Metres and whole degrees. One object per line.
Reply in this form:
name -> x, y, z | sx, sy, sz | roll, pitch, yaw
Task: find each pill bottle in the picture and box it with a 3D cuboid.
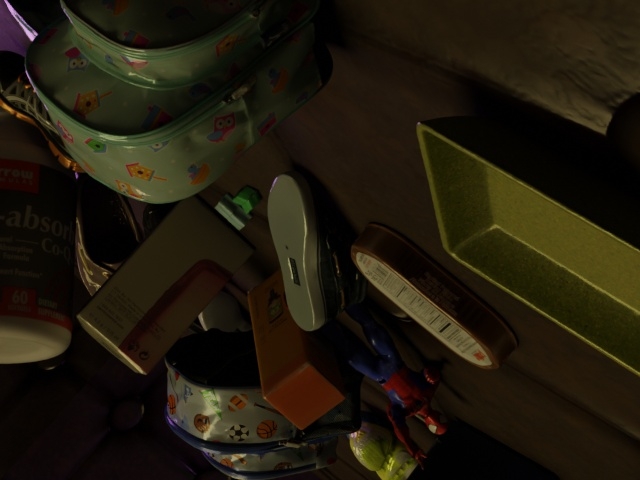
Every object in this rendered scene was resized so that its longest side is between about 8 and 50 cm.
pill bottle -> -0.457, -0.019, 1.604 | 0.210, 0.363, 0.210 | -2, 162, -1

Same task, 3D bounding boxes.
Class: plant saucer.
plant saucer -> 0.161, -0.002, 0.752 | 0.188, 0.045, 0.188 | 34, 164, 26

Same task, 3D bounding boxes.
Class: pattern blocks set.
pattern blocks set -> -0.204, -0.135, 1.358 | 0.325, 0.026, 0.285 | 39, 166, 5

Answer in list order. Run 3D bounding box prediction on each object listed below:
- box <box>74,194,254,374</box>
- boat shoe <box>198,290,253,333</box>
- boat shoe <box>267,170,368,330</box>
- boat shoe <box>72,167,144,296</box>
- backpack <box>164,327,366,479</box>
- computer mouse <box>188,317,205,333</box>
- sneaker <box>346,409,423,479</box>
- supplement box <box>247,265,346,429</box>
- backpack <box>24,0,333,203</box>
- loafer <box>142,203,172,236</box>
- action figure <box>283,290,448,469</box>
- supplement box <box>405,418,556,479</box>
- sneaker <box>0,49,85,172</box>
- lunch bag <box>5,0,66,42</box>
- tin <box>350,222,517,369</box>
box -> -0.224, 0.063, 1.584 | 0.127, 0.232, 0.148 | 43, 167, -7
boat shoe -> -0.181, 0.148, 2.061 | 0.070, 0.078, 0.219 | 30, 164, 34
boat shoe -> 0.000, 0.000, 1.169 | 0.065, 0.083, 0.183 | 27, 133, 44
boat shoe -> -0.332, 0.014, 1.783 | 0.097, 0.116, 0.324 | -131, 26, -60
backpack -> -0.096, 0.224, 1.632 | 0.263, 0.213, 0.276 | 2, -173, -30
computer mouse -> -0.270, 0.152, 2.359 | 0.262, 0.060, 0.184 | 35, 166, -29
sneaker -> 0.121, 0.370, 1.971 | 0.240, 0.091, 0.126 | 51, -179, -38
supplement box -> -0.034, 0.126, 1.400 | 0.080, 0.078, 0.233 | 44, -164, -30
backpack -> -0.104, -0.128, 0.773 | 0.166, 0.188, 0.144 | 35, 165, 26
loafer -> -0.251, -0.033, 1.758 | 0.061, 0.062, 0.170 | 68, 165, -3
action figure -> 0.081, 0.157, 1.334 | 0.280, 0.091, 0.139 | 48, -179, -27
supplement box -> 0.261, 0.446, 1.550 | 0.195, 0.194, 0.356 | 24, 158, 49
sneaker -> -0.373, -0.194, 1.549 | 0.215, 0.084, 0.083 | 43, 141, 5
lunch bag -> -0.232, -0.194, 1.106 | 0.151, 0.096, 0.129 | 23, 160, 24
tin -> 0.108, 0.057, 1.098 | 0.190, 0.040, 0.106 | 39, 170, 5
